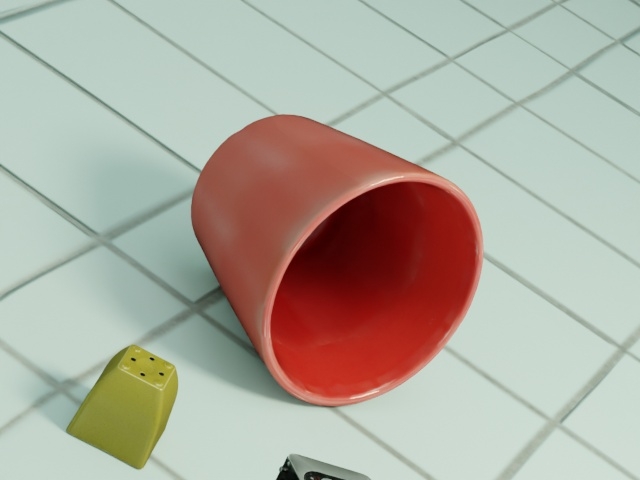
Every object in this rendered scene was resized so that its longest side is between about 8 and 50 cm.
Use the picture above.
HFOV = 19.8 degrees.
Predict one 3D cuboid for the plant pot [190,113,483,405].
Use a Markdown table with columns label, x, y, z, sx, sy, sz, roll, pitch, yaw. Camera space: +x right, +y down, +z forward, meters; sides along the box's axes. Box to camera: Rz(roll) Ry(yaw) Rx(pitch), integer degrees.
| label | x | y | z | sx | sy | sz | roll | pitch | yaw |
| --- | --- | --- | --- | --- | --- | --- | --- | --- | --- |
| plant pot | 0.000 | 0.000 | 1.970 | 0.275 | 0.275 | 0.243 | 5 | 24 | -36 |

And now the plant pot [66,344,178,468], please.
| label | x | y | z | sx | sy | sz | roll | pitch | yaw |
| --- | --- | --- | --- | --- | --- | --- | --- | --- | --- |
| plant pot | -0.178 | 0.148 | 1.733 | 0.081 | 0.083 | 0.081 | 27 | 28 | 0 |

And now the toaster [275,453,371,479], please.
| label | x | y | z | sx | sy | sz | roll | pitch | yaw |
| --- | --- | --- | --- | --- | --- | --- | --- | --- | --- |
| toaster | 0.002 | 0.303 | 1.554 | 0.110 | 0.185 | 0.168 | 15 | 23 | -27 |
